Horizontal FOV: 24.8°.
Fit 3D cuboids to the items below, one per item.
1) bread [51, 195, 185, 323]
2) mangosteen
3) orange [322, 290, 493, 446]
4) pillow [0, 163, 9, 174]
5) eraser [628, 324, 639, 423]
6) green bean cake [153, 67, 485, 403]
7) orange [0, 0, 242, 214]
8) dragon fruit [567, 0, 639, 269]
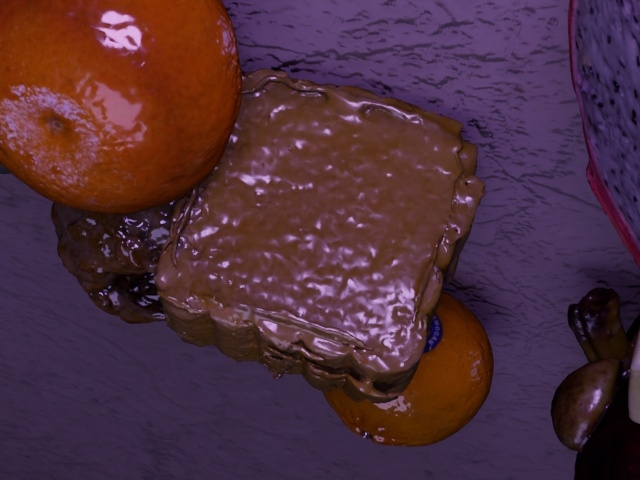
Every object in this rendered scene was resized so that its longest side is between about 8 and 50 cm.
[{"bbox_3d":[-0.132,0.003,1.315,0.230,0.123,0.230,1,161,0],"label":"bread"},{"bbox_3d":[0.340,0.203,1.274,0.293,0.297,0.297,11,154,3],"label":"mangosteen"},{"bbox_3d":[0.082,0.121,1.429,0.177,0.155,0.177,2,154,1],"label":"orange"},{"bbox_3d":[-0.266,-0.109,1.269,0.171,0.075,0.179,24,153,-18],"label":"pillow"},{"bbox_3d":[0.285,0.052,1.140,0.058,0.172,0.117,11,154,18],"label":"eraser"},{"bbox_3d":[0.000,0.000,1.154,0.224,0.230,0.131,18,161,5],"label":"green bean cake"},{"bbox_3d":[-0.155,-0.127,1.055,0.224,0.170,0.224,16,139,14],"label":"orange"},{"bbox_3d":[0.277,-0.069,0.831,0.189,0.291,0.291,-18,154,-9],"label":"dragon fruit"}]
